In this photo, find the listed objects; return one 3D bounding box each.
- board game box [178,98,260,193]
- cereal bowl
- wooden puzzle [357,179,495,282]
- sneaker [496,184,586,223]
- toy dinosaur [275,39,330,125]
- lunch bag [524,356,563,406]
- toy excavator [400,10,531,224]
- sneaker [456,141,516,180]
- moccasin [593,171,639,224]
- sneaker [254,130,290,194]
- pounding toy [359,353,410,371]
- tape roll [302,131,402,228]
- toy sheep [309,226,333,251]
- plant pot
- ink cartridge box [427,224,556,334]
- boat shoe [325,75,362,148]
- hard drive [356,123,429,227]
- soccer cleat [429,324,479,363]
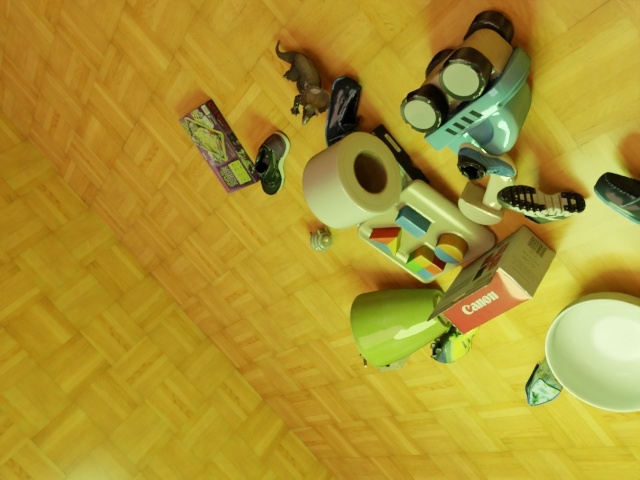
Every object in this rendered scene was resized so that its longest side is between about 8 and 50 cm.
[{"bbox_3d":[-0.384,-0.352,2.222,0.208,0.056,0.347,-14,114,44],"label":"board game box"},{"bbox_3d":[0.808,0.290,1.598,0.339,0.141,0.339,13,115,30],"label":"cereal bowl"},{"bbox_3d":[0.314,-0.001,1.815,0.322,0.080,0.348,35,144,-9],"label":"wooden puzzle"},{"bbox_3d":[0.554,-0.085,1.500,0.234,0.078,0.106,5,156,-11],"label":"sneaker"},{"bbox_3d":[-0.044,-0.476,1.727,0.160,0.121,0.313,142,118,-63],"label":"toy dinosaur"},{"bbox_3d":[0.728,0.457,1.877,0.096,0.129,0.151,32,143,19],"label":"lunch bag"},{"bbox_3d":[0.408,-0.259,1.454,0.445,0.222,0.433,41,145,-10],"label":"toy excavator"},{"bbox_3d":[0.391,-0.166,1.371,0.152,0.084,0.058,25,150,-11],"label":"sneaker"},{"bbox_3d":[0.803,-0.089,1.310,0.342,0.138,0.117,22,135,6],"label":"moccasin"},{"bbox_3d":[-0.197,-0.256,2.070,0.107,0.124,0.283,33,142,16],"label":"sneaker"},{"bbox_3d":[0.248,0.468,2.294,0.094,0.181,0.206,52,143,-10],"label":"pounding toy"},{"bbox_3d":[0.092,-0.171,1.677,0.246,0.246,0.169,53,142,-11],"label":"tape roll"},{"bbox_3d":[0.000,0.000,2.166,0.091,0.091,0.132,52,156,-10],"label":"toy sheep"},{"bbox_3d":[0.302,0.276,2.032,0.293,0.275,0.275,-24,108,34],"label":"plant pot"},{"bbox_3d":[0.488,0.141,1.683,0.130,0.272,0.309,43,144,2],"label":"ink cartridge box"},{"bbox_3d":[0.071,-0.358,1.737,0.089,0.109,0.258,26,142,23],"label":"boat shoe"},{"bbox_3d":[0.157,-0.190,1.853,0.237,0.064,0.339,50,144,-6],"label":"hard drive"},{"bbox_3d":[0.496,0.348,2.050,0.121,0.093,0.289,16,139,-12],"label":"soccer cleat"}]
